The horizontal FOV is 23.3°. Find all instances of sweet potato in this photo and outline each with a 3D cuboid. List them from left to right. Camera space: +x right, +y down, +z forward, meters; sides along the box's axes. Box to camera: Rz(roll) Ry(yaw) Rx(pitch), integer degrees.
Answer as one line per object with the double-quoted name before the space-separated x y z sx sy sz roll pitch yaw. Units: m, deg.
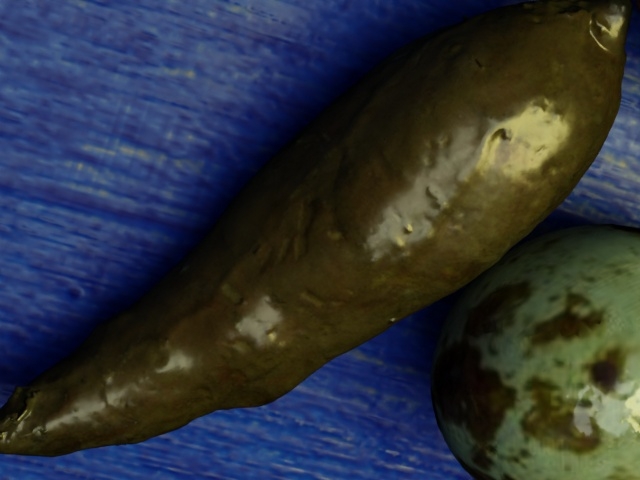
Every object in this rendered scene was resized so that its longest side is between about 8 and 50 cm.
"sweet potato" 0.000 0.003 0.860 0.423 0.130 0.130 -34 113 4

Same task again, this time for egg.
"egg" 0.174 0.073 0.904 0.231 0.169 0.169 -10 110 -22

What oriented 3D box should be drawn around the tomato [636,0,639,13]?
"tomato" 0.276 -0.150 0.833 0.189 0.232 0.232 -33 116 28
